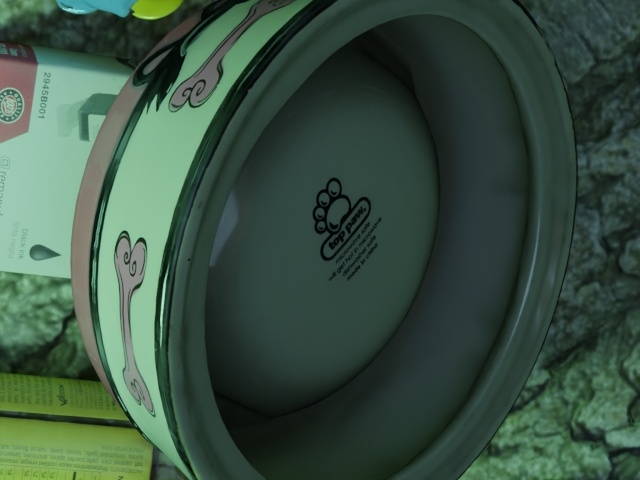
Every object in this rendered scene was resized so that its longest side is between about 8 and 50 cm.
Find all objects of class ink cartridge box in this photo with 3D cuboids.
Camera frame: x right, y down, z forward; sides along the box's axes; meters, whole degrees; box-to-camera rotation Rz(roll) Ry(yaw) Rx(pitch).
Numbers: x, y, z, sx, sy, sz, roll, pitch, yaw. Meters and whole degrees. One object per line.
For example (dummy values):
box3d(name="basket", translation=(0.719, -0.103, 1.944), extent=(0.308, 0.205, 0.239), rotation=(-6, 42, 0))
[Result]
box3d(name="ink cartridge box", translation=(-0.160, -0.053, 1.281), extent=(0.217, 0.092, 0.159), rotation=(6, 101, -17))

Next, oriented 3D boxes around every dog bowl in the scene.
box3d(name="dog bowl", translation=(0.000, 0.000, 1.221), extent=(0.408, 0.150, 0.408), rotation=(-20, 118, -41))

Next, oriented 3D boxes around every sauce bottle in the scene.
box3d(name="sauce bottle", translation=(-0.266, 0.147, 1.293), extent=(0.344, 0.111, 0.111), rotation=(8, 100, -14))

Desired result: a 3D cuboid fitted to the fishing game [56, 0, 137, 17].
box3d(name="fishing game", translation=(-0.188, -0.217, 1.154), extent=(0.189, 0.264, 0.041), rotation=(50, 61, -39))

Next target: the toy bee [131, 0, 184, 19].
box3d(name="toy bee", translation=(-0.119, -0.273, 1.230), extent=(0.298, 0.162, 0.195), rotation=(50, 56, -30))
